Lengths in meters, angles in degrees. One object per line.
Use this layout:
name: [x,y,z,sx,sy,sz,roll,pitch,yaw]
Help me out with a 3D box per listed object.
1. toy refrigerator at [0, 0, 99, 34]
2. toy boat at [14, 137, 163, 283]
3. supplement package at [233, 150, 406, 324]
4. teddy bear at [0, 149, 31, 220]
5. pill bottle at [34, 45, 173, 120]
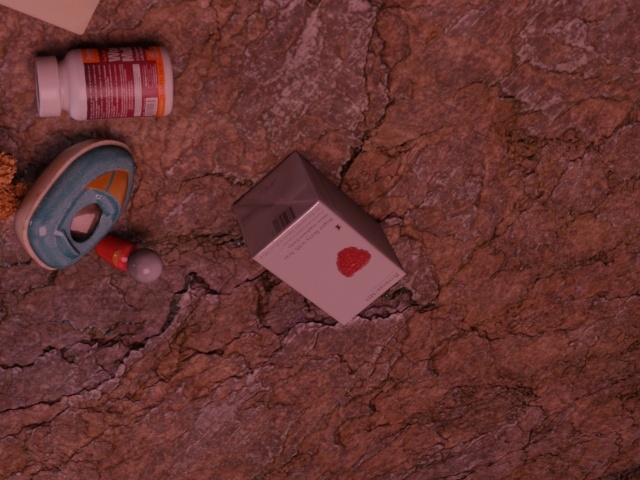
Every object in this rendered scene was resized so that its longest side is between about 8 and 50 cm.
toy refrigerator: [-0.480,-0.426,1.676,0.269,0.102,0.094,18,120,-30]
toy boat: [-0.396,-0.033,1.965,0.267,0.148,0.318,-56,150,-18]
supplement package: [0.000,0.000,2.149,0.177,0.175,0.293,-41,130,13]
teddy bear: [-0.611,-0.090,1.796,0.245,0.113,0.338,-20,162,-13]
pill bottle: [-0.367,-0.266,1.835,0.221,0.121,0.121,-5,129,-17]
